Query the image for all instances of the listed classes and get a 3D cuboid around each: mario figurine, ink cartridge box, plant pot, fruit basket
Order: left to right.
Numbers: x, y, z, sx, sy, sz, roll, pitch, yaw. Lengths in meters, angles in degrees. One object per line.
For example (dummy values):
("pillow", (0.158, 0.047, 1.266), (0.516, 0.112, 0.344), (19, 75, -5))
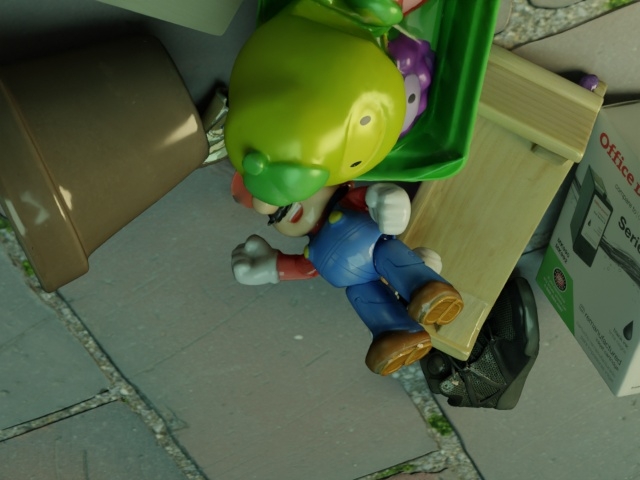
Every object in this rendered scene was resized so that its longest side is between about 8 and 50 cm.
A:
("plant pot", (-0.249, -0.105, 2.041), (0.229, 0.263, 0.263), (-26, 136, -9))
("mario figurine", (0.000, 0.000, 2.120), (0.198, 0.320, 0.170), (-40, 155, -4))
("fruit basket", (0.037, -0.180, 1.903), (0.283, 0.392, 0.392), (0, 135, -8))
("ink cartridge box", (0.382, 0.004, 2.230), (0.121, 0.211, 0.289), (-10, 137, -24))

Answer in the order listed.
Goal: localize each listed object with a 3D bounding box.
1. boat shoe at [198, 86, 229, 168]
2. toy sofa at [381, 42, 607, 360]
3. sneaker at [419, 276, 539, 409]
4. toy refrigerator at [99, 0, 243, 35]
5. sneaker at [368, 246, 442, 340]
("boat shoe", (-0.105, -0.140, 2.140), (0.190, 0.068, 0.072), (-24, 122, 1))
("toy sofa", (0.188, -0.053, 2.226), (0.150, 0.177, 0.362), (26, 130, 1))
("sneaker", (0.204, 0.138, 2.438), (0.130, 0.087, 0.227), (-3, 141, -15))
("toy refrigerator", (-0.205, -0.306, 1.933), (0.269, 0.094, 0.102), (14, 138, -20))
("sneaker", (0.089, 0.074, 2.206), (0.053, 0.061, 0.152), (27, 131, 0))
